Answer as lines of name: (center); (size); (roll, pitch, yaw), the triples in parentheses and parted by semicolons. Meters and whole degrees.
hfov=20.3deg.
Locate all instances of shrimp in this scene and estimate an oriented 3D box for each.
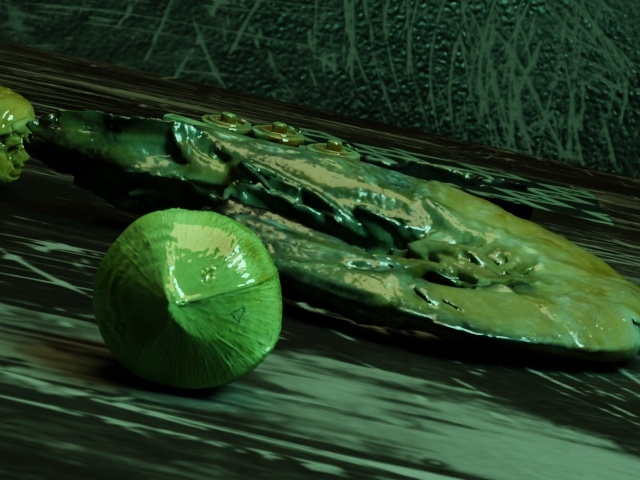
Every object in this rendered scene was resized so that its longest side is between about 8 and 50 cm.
shrimp: (0.000, 0.000, 1.161); (0.445, 0.085, 0.272); (18, 14, 10)

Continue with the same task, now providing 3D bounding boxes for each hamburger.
hamburger: (-0.284, -0.088, 1.288); (0.147, 0.083, 0.138); (11, 3, -35)

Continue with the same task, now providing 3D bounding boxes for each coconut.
coconut: (-0.060, 0.027, 0.819); (0.087, 0.088, 0.096); (13, 2, 2)

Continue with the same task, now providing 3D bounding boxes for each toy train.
toy train: (-0.057, -0.053, 1.415); (0.194, 0.081, 0.125); (18, 14, 26)

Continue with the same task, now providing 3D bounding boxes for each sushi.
sushi: (0.110, -0.035, 1.611); (0.294, 0.059, 0.292); (12, 8, 1)
